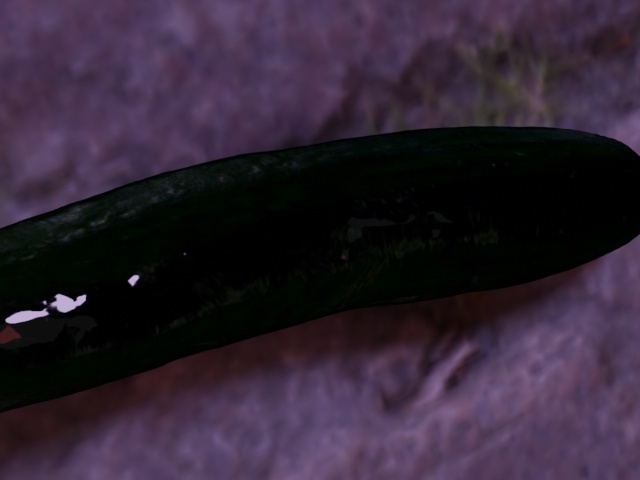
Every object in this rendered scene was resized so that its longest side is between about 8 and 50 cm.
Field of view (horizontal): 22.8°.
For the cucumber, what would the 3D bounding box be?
[{"bbox_3d":[0.000,0.000,0.449,0.284,0.056,0.056,-12,100,-36],"label":"cucumber"}]
